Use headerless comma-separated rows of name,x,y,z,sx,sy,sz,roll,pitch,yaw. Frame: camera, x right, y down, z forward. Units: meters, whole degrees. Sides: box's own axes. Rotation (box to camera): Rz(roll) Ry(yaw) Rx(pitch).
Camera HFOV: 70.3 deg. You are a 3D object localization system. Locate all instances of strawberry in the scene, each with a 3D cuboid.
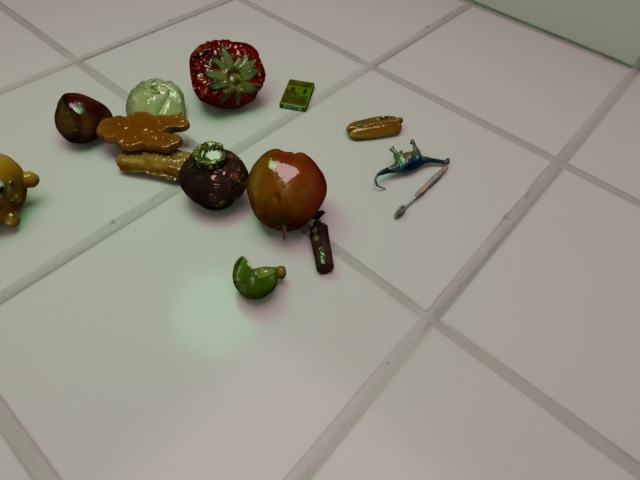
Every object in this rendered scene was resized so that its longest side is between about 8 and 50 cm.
strawberry,-0.425,-0.711,1.961,0.317,0.295,0.345,-42,30,-12

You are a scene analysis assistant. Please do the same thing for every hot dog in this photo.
hot dog,0.230,-0.483,1.923,0.249,0.068,0.100,-11,55,-12

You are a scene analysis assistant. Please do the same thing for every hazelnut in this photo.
hazelnut,-0.910,-0.469,1.760,0.208,0.208,0.208,2,52,-3

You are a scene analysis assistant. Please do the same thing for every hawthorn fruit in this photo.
hawthorn fruit,-0.121,-0.146,1.522,0.277,0.277,0.298,4,75,-1

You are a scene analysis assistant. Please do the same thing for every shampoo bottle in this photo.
shampoo bottle,0.001,-0.001,1.530,0.068,0.067,0.236,-9,53,-2

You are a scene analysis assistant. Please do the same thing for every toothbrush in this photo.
toothbrush,0.389,-0.192,1.732,0.028,0.037,0.375,37,56,19

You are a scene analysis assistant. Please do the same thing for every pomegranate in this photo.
pomegranate,-0.191,0.122,1.393,0.169,0.143,0.122,18,82,-39

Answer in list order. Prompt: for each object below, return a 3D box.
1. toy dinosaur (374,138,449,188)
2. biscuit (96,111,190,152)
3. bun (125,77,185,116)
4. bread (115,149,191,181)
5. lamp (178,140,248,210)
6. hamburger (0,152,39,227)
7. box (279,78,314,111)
toy dinosaur,0.340,-0.316,1.796,0.363,0.076,0.147,-20,63,-23
biscuit,-0.669,-0.409,1.717,0.333,0.047,0.202,3,53,0
bun,-0.680,-0.566,1.866,0.259,0.160,0.259,0,54,0
bread,-0.617,-0.290,1.704,0.270,0.077,0.139,9,52,4
lamp,-0.371,-0.226,1.582,0.247,0.247,0.247,2,52,-3
hamburger,-1.080,-0.165,1.469,0.236,0.276,0.276,19,52,-5
box,-0.105,-0.659,2.061,0.121,0.030,0.193,11,52,4
